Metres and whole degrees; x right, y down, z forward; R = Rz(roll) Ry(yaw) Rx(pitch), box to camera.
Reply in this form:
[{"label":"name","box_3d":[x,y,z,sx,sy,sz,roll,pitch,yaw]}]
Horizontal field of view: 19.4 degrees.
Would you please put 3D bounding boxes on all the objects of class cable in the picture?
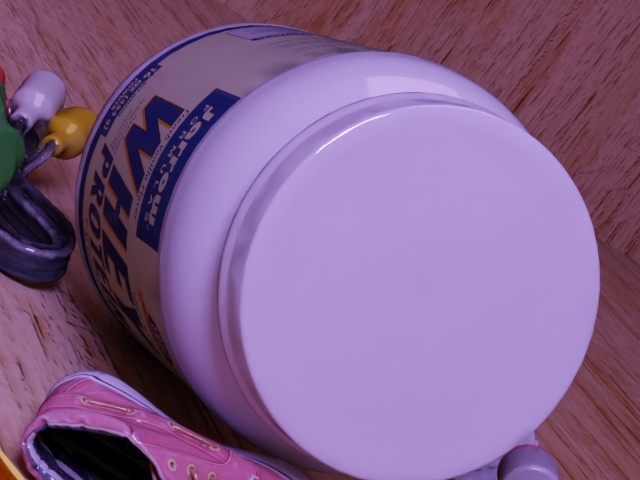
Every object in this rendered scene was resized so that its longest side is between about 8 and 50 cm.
[{"label":"cable","box_3d":[-0.217,-0.066,1.280,0.139,0.072,0.287,27,14,-15]}]

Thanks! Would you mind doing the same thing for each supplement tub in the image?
[{"label":"supplement tub","box_3d":[0.000,0.000,1.094,0.235,0.235,0.325,31,-1,-22]}]

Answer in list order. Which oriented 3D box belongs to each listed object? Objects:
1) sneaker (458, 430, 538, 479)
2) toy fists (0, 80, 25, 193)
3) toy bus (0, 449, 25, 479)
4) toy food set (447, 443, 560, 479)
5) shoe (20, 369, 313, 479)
[{"label":"sneaker","box_3d":[0.005,0.052,1.360,0.366,0.135,0.150,46,4,6]},{"label":"toy fists","box_3d":[-0.274,-0.099,0.925,0.279,0.096,0.142,31,21,1]},{"label":"toy bus","box_3d":[-0.140,0.157,0.429,0.149,0.220,0.211,49,-17,26]},{"label":"toy food set","box_3d":[0.166,0.209,1.201,0.232,0.111,0.104,38,10,-2]},{"label":"shoe","box_3d":[-0.070,0.132,0.958,0.178,0.063,0.081,31,13,-1]}]
